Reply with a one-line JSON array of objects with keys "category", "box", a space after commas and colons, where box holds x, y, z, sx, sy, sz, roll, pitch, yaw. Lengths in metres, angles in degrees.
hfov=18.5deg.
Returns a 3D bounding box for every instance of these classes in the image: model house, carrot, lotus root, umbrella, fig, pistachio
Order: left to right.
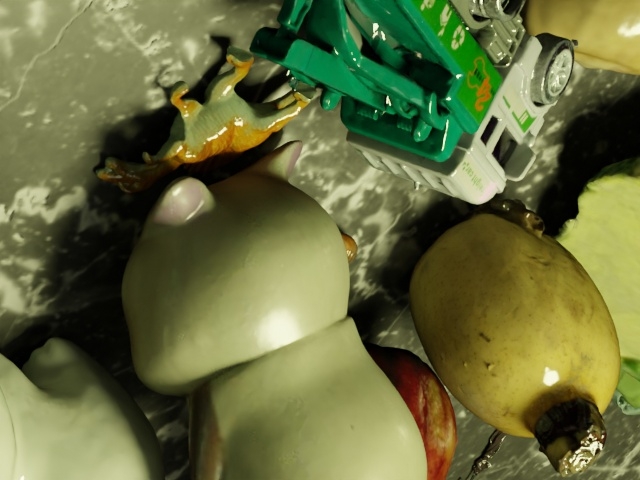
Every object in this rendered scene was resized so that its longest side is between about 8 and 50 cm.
[{"category": "carrot", "box": [0.000, 0.000, 1.788, 0.032, 0.032, 0.093, -51, 140, 11]}, {"category": "fig", "box": [0.012, 0.204, 1.854, 0.263, 0.224, 0.224, -45, 149, -31]}, {"category": "umbrella", "box": [0.194, 0.235, 2.222, 0.022, 0.013, 0.122, 25, 111, -29]}, {"category": "lotus root", "box": [0.194, 0.102, 1.843, 0.183, 0.310, 0.183, -14, 135, -14]}, {"category": "pistachio", "box": [0.302, -0.243, 1.713, 0.293, 0.162, 0.181, -30, 107, -12]}, {"category": "model house", "box": [0.403, -0.029, 2.005, 0.266, 0.261, 0.321, -53, 170, -30]}]

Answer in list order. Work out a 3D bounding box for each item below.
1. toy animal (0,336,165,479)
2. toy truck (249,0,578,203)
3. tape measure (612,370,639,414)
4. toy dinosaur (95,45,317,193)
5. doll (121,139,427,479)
[{"category": "toy animal", "box": [-0.289, 0.198, 1.541, 0.367, 0.241, 0.196, 11, 117, -48]}, {"category": "toy truck", "box": [0.065, -0.157, 1.529, 0.178, 0.176, 0.363, -64, 151, -6]}, {"category": "tape measure", "box": [0.399, 0.116, 2.229, 0.154, 0.087, 0.177, -14, 138, -38]}, {"category": "toy dinosaur", "box": [-0.068, -0.089, 1.615, 0.212, 0.057, 0.142, 1, 137, -42]}, {"category": "doll", "box": [-0.041, 0.126, 1.637, 0.226, 0.370, 0.215, -31, 172, 42]}]
